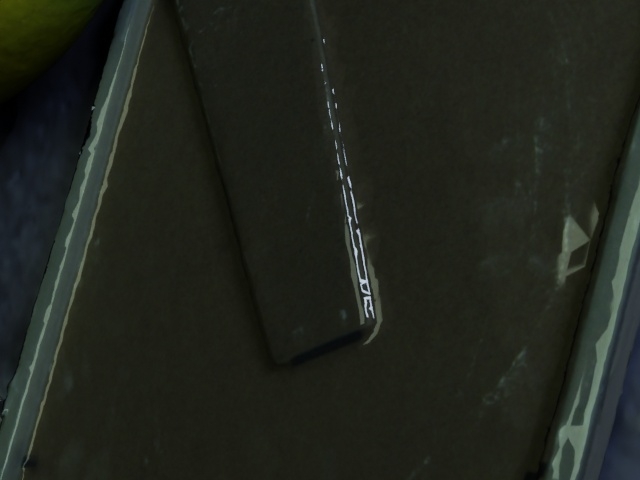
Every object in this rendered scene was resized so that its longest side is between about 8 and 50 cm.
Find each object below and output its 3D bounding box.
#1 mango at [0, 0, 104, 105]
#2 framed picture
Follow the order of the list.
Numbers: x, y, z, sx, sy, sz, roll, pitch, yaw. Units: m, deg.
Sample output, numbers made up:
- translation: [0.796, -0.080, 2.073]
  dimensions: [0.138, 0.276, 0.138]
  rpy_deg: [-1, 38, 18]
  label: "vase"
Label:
- translation: [-0.157, -0.112, 0.594]
  dimensions: [0.237, 0.091, 0.137]
  rpy_deg: [-8, 78, 40]
  label: "mango"
- translation: [0.000, 0.000, 0.510]
  dimensions: [0.247, 0.022, 0.335]
  rpy_deg: [12, 84, 35]
  label: "framed picture"
